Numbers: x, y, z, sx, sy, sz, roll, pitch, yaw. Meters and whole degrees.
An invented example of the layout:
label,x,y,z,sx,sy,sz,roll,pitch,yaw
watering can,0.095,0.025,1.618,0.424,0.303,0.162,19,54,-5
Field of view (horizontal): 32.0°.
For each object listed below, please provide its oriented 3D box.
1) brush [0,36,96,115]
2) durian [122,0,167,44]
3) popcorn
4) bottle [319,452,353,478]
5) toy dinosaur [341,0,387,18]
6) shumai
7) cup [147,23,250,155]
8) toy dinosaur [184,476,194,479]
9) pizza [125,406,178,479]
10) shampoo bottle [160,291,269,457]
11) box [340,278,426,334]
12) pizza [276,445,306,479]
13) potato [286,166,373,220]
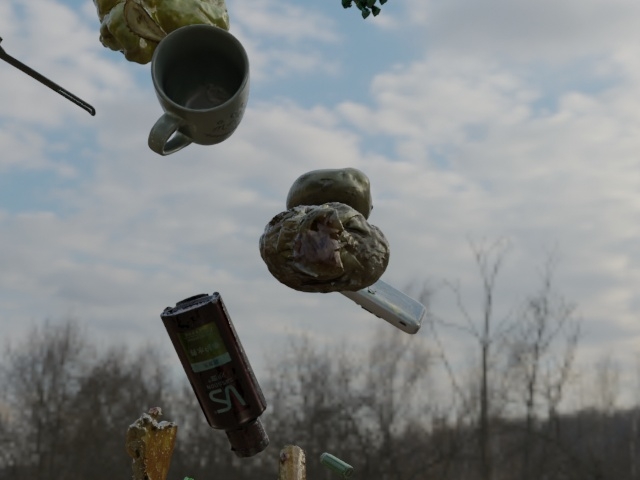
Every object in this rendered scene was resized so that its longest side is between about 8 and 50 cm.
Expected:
label,x,y,z,sx,sy,sz,roll,pitch,yaw
brush,-0.534,-0.315,2.097,0.266,0.027,0.062,33,-25,-18
durian,-0.368,-0.461,2.371,0.066,0.052,0.130,-33,-72,35
popcorn,-0.389,-0.560,2.754,0.334,0.293,0.292,-7,15,-23
bottle,0.033,0.479,2.378,0.030,0.030,0.083,14,5,-43
toy dinosaur,0.089,-0.520,2.319,0.059,0.096,0.132,-22,-28,-40
shumai,0.000,0.000,1.746,0.210,0.161,0.153,18,-15,14
cup,-0.252,-0.262,2.203,0.186,0.258,0.234,32,-18,8
toy dinosaur,-0.220,0.576,1.714,0.144,0.374,0.500,15,17,14
pizza,-0.353,0.430,2.270,0.071,0.189,0.297,11,-14,3
shampoo bottle,-0.190,0.262,2.132,0.129,0.323,0.084,-18,16,8
box,0.073,0.086,2.154,0.285,0.044,0.142,31,15,4
pizza,-0.055,0.444,1.910,0.063,0.182,0.161,-1,-13,-2
potato,0.022,-0.080,2.369,0.178,0.160,0.235,-26,-7,-28
